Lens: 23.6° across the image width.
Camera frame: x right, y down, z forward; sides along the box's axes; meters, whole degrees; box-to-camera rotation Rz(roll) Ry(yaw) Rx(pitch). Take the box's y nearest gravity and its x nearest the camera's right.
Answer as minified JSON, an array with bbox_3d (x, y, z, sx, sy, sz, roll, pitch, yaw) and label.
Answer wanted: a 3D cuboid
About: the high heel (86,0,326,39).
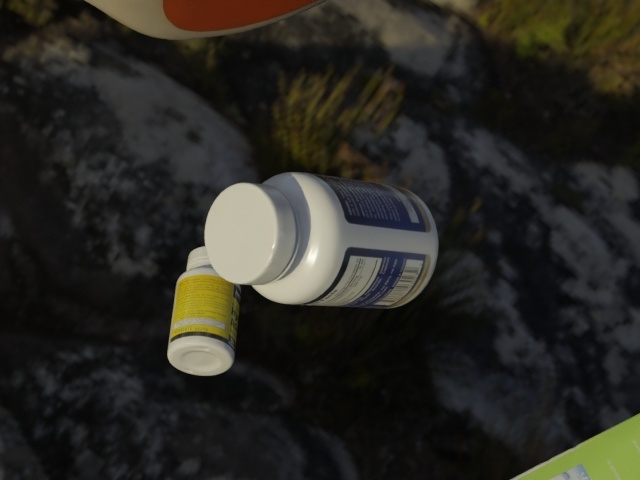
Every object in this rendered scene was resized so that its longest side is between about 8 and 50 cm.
[{"bbox_3d":[-0.150,-0.226,0.937,0.377,0.127,0.181,-2,66,-23],"label":"high heel"}]

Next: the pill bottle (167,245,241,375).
[{"bbox_3d":[-0.110,0.066,1.477,0.065,0.065,0.116,19,54,-22],"label":"pill bottle"}]

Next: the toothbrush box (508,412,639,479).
[{"bbox_3d":[0.188,0.220,1.016,0.283,0.206,0.122,-28,63,-5],"label":"toothbrush box"}]

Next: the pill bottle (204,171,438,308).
[{"bbox_3d":[0.000,0.000,1.097,0.169,0.094,0.094,6,46,-49],"label":"pill bottle"}]
